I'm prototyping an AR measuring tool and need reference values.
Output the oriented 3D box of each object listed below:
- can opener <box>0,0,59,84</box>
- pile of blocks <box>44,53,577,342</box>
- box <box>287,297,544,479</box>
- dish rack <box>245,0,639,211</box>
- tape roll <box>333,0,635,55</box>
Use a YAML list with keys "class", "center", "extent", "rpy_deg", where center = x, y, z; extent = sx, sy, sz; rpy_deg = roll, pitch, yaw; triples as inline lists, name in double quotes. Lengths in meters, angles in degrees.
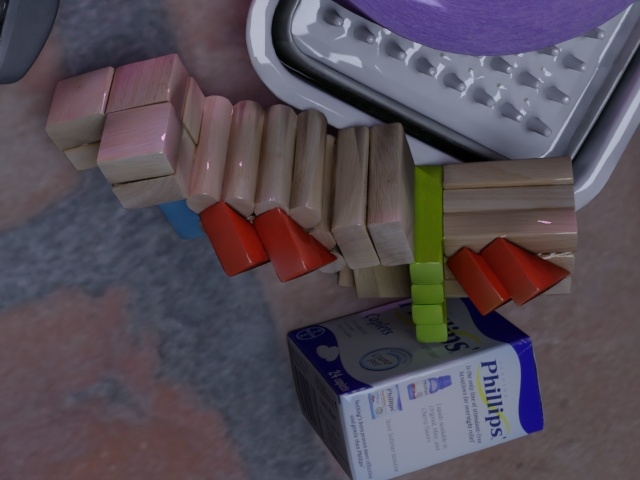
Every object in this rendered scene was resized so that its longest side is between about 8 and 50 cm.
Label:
- class: "can opener"
  center: [-0.192, -0.232, 0.770]
  extent: [0.095, 0.076, 0.283]
  rpy_deg: [-5, 111, -50]
- class: "pile of blocks"
  center: [0.000, 0.000, 0.836]
  extent: [0.362, 0.113, 0.149]
  rpy_deg: [14, 139, -11]
- class: "box"
  center: [0.062, 0.095, 0.910]
  extent: [0.137, 0.126, 0.072]
  rpy_deg: [-15, 109, -13]
- class: "dish rack"
  center: [0.123, -0.205, 0.865]
  extent: [0.285, 0.072, 0.333]
  rpy_deg: [24, 98, -24]
- class: "tape roll"
  center: [0.092, -0.247, 0.756]
  extent: [0.274, 0.090, 0.275]
  rpy_deg: [-5, 110, -15]
